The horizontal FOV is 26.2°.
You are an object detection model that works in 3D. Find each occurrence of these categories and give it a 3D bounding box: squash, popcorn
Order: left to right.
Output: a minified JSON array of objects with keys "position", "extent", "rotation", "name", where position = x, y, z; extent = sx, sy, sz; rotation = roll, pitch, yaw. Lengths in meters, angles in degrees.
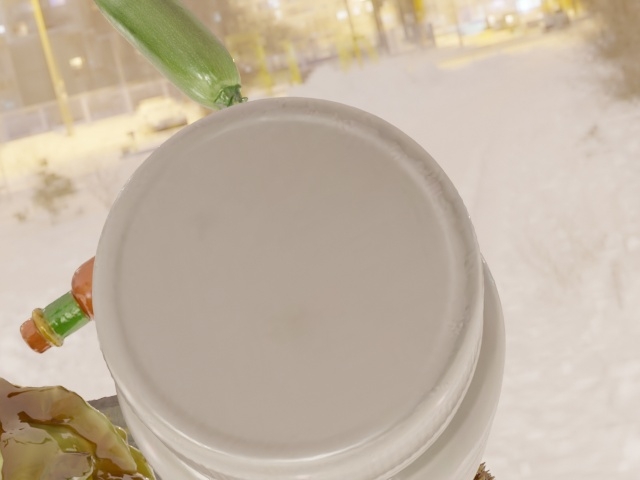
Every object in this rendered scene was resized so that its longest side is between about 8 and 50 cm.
[{"position":[-0.291,0.261,1.208],"extent":[0.274,0.279,0.335],"rotation":[-7,0,41],"name":"popcorn"},{"position":[-0.242,-0.325,2.135],"extent":[0.107,0.395,0.107],"rotation":[-34,-27,-20],"name":"squash"}]

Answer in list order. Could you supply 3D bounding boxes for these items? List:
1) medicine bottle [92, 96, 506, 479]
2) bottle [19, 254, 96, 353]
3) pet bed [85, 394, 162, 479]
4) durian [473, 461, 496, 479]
[{"position":[-0.004,0.067,0.761],"extent":[0.208,0.208,0.340],"rotation":[-14,-17,0],"name":"medicine bottle"},{"position":[-0.204,0.046,1.321],"extent":[0.187,0.069,0.069],"rotation":[-34,7,2],"name":"bottle"},{"position":[-0.299,0.315,1.936],"extent":[0.210,0.159,0.183],"rotation":[-9,-22,-13],"name":"pet bed"},{"position":[0.126,0.492,2.234],"extent":[0.384,0.347,0.347],"rotation":[-41,3,9],"name":"durian"}]
